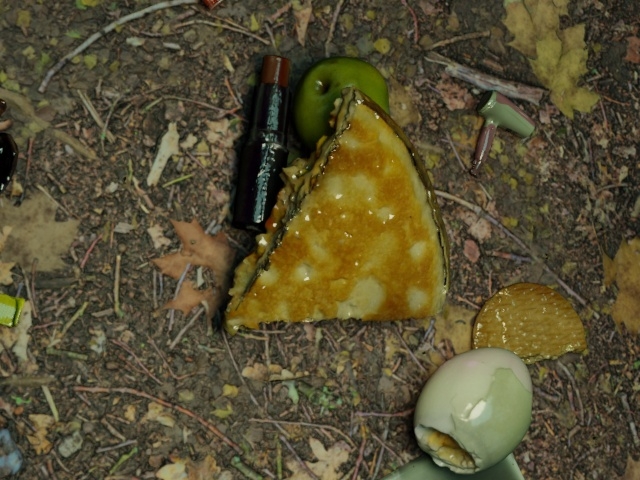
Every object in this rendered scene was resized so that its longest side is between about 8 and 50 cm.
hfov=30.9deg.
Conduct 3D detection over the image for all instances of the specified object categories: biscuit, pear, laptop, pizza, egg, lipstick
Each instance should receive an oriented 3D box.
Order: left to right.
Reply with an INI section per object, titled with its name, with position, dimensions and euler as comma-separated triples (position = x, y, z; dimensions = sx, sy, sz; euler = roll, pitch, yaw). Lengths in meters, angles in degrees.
[lipstick]
position = -0.089, -0.160, 1.895
dimensions = 0.081, 0.081, 0.300
euler = 12, 80, -18
[pizza]
position = 0.000, 0.000, 1.851
dimensions = 0.406, 0.130, 0.440
euler = -29, 121, -6
[pear]
position = 0.050, -0.210, 1.922
dimensions = 0.216, 0.166, 0.180
euler = 29, 39, -52
[laptop]
position = 0.227, 0.437, 1.955
dimensions = 0.269, 0.015, 0.188
euler = -25, 90, -21
[egg]
position = 0.260, 0.268, 1.908
dimensions = 0.183, 0.183, 0.217
euler = 44, 58, -9
[biscuit]
position = 0.360, 0.146, 2.040
dimensions = 0.224, 0.033, 0.144
euler = -6, 82, -21

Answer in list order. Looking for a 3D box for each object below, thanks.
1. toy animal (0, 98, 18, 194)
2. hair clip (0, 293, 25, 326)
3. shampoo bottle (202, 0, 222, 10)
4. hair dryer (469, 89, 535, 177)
[toy animal]
position = -0.540, -0.138, 1.735
dimensions = 0.218, 0.116, 0.179
euler = 19, 44, 11
[hair clip]
position = -0.528, 0.080, 1.714
dimensions = 0.173, 0.046, 0.072
euler = 17, 73, -19
[shampoo bottle]
position = -0.234, -0.479, 1.907
dimensions = 0.108, 0.051, 0.221
euler = -41, 96, -23
[hair dryer]
position = 0.307, -0.180, 2.071
dimensions = 0.106, 0.054, 0.154
euler = 35, 82, -17
